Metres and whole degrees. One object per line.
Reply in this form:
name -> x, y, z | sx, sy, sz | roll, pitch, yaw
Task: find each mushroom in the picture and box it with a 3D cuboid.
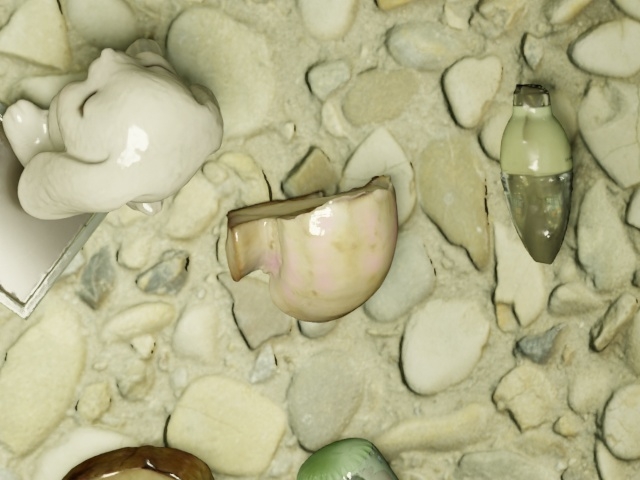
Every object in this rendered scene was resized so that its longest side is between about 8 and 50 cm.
mushroom -> 0.011, 0.025, 1.716 | 0.236, 0.162, 0.173 | -14, 96, -17

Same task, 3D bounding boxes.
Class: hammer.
hammer -> -0.029, 0.414, 1.756 | 0.335, 0.119, 0.206 | -34, 103, -8

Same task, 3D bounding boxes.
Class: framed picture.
framed picture -> -0.398, -0.053, 1.642 | 0.252, 0.014, 0.197 | 39, 79, -17

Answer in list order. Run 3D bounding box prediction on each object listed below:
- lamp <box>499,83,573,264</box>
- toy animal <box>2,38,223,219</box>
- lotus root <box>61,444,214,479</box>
lamp -> 0.294, -0.089, 1.846 | 0.101, 0.101, 0.250 | -9, 103, -19
toy animal -> -0.214, -0.121, 1.565 | 0.271, 0.265, 0.206 | -29, 102, -23
lotus root -> -0.187, 0.446, 1.653 | 0.390, 0.111, 0.375 | 37, 92, -4
